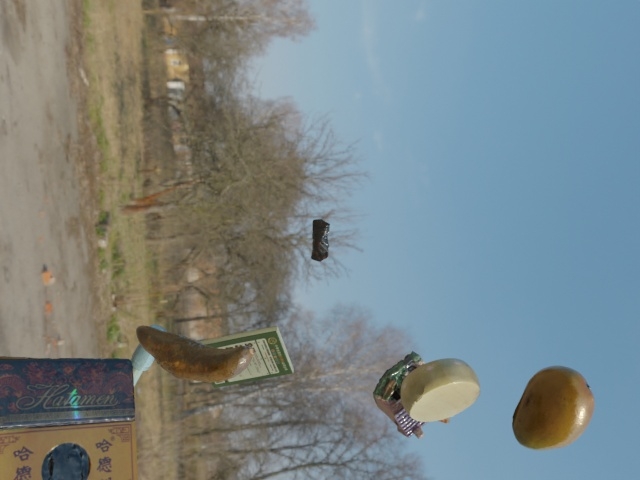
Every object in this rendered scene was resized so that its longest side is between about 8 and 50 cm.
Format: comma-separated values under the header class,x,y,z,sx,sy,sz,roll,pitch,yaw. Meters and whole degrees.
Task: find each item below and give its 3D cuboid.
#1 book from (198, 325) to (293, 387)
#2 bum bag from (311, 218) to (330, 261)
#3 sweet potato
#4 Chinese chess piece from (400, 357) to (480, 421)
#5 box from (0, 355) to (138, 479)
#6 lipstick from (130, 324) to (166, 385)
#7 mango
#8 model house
class,x,y,z,sx,sy,sz,roll,pitch,yaw
book,-0.233,0.362,1.699,0.027,0.264,0.202,-95,171,-54
bum bag,-0.001,0.000,1.612,0.034,0.057,0.125,-6,96,-68
sweet potato,-0.308,0.279,1.318,0.092,0.341,0.114,-22,115,-60
Chinese chess piece,0.372,0.467,1.729,0.251,0.250,0.097,100,-21,-45
box,-0.466,0.417,0.972,0.115,0.264,0.416,-33,-123,41
lipstick,-0.578,0.395,1.767,0.068,0.061,0.274,38,-76,26
mango,0.540,0.397,1.285,0.151,0.120,0.221,28,-76,35
model house,0.359,0.594,2.077,0.237,0.237,0.202,41,-27,37
